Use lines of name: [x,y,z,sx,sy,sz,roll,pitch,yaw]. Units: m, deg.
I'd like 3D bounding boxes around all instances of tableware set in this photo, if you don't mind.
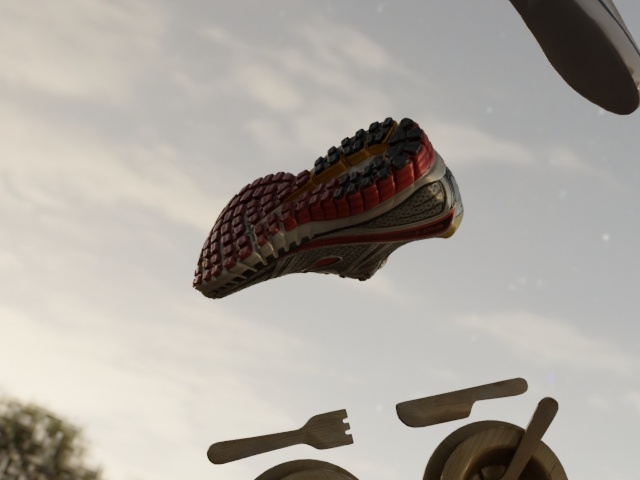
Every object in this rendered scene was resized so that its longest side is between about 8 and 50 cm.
tableware set: [0.047,0.144,0.728,0.194,0.128,0.039,-10,-10,-18]

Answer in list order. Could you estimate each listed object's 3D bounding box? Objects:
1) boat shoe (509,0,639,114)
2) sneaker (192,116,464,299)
boat shoe: [0.215,-0.230,1.232,0.258,0.084,0.095,53,-22,1]
sneaker: [0.000,0.000,0.998,0.225,0.088,0.093,-22,-54,34]
